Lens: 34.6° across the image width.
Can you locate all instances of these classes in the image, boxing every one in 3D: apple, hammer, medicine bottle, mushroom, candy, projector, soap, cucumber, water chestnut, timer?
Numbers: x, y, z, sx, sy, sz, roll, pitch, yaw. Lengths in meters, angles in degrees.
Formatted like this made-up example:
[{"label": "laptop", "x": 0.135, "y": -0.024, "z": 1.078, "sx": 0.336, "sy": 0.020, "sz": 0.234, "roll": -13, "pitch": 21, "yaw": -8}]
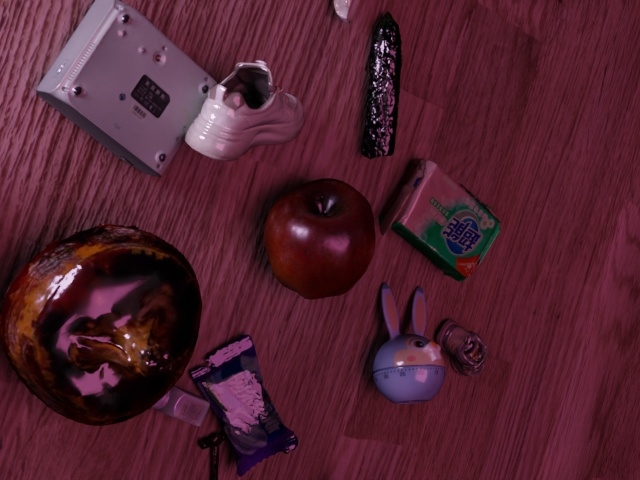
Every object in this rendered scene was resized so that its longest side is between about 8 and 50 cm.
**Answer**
[{"label": "apple", "x": -0.002, "y": 0.000, "z": 1.981, "sx": 0.234, "sy": 0.234, "sz": 0.234, "roll": -11, "pitch": 107, "yaw": -37}, {"label": "hammer", "x": -0.214, "y": 0.467, "z": 2.042, "sx": 0.065, "sy": 0.021, "sz": 0.178, "roll": -10, "pitch": 110, "yaw": -43}, {"label": "medicine bottle", "x": -0.274, "y": 0.299, "z": 1.913, "sx": 0.118, "sy": 0.074, "sz": 0.055, "roll": 32, "pitch": 81, "yaw": -40}, {"label": "mushroom", "x": 0.078, "y": -0.528, "z": 2.008, "sx": 0.209, "sy": 0.071, "sz": 0.084, "roll": -65, "pitch": 162, "yaw": -3}, {"label": "candy", "x": -0.147, "y": 0.331, "z": 2.026, "sx": 0.145, "sy": 0.070, "sz": 0.275, "roll": -31, "pitch": 111, "yaw": -26}, {"label": "projector", "x": -0.316, "y": -0.256, "z": 1.723, "sx": 0.250, "sy": 0.108, "sz": 0.198, "roll": 40, "pitch": 74, "yaw": -38}, {"label": "soap", "x": 0.259, "y": -0.042, "z": 2.252, "sx": 0.273, "sy": 0.098, "sz": 0.218, "roll": 38, "pitch": 83, "yaw": -36}, {"label": "cucumber", "x": 0.128, "y": -0.316, "z": 2.097, "sx": 0.072, "sy": 0.072, "sz": 0.300, "roll": -4, "pitch": 103, "yaw": -38}, {"label": "water chestnut", "x": -0.333, "y": 0.143, "z": 1.680, "sx": 0.350, "sy": 0.302, "sz": 0.351, "roll": -8, "pitch": 104, "yaw": -33}, {"label": "timer", "x": 0.203, "y": 0.233, "z": 2.232, "sx": 0.175, "sy": 0.175, "sz": 0.256, "roll": 10, "pitch": 93, "yaw": -40}]

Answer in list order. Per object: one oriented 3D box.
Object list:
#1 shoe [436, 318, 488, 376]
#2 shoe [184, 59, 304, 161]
[{"label": "shoe", "x": 0.349, "y": 0.258, "z": 2.399, "sx": 0.089, "sy": 0.092, "sz": 0.180, "roll": -52, "pitch": 127, "yaw": -18}, {"label": "shoe", "x": -0.114, "y": -0.250, "z": 1.810, "sx": 0.316, "sy": 0.124, "sz": 0.159, "roll": -38, "pitch": 152, "yaw": -55}]
